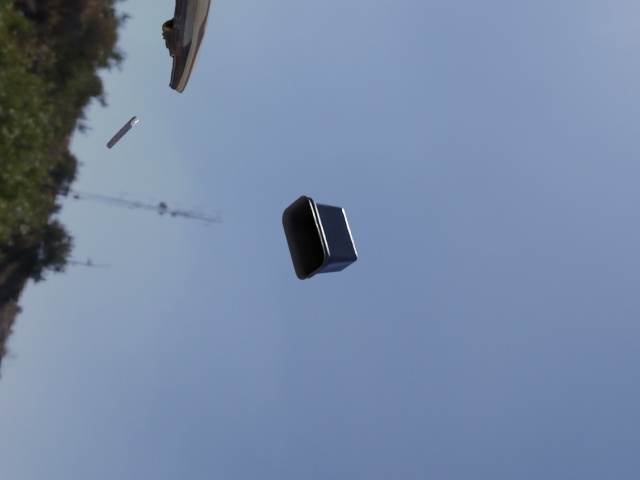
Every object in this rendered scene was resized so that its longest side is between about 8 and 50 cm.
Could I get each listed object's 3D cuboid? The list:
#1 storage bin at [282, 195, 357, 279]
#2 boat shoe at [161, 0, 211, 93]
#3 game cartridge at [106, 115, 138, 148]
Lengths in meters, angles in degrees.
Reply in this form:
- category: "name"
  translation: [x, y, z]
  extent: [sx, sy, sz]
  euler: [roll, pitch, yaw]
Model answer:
- category: "storage bin"
  translation: [0.000, 0.000, 1.477]
  extent: [0.098, 0.091, 0.135]
  euler: [-37, -120, 43]
- category: "boat shoe"
  translation: [-0.299, -0.455, 1.850]
  extent: [0.102, 0.092, 0.285]
  euler: [-83, -168, -49]
- category: "game cartridge"
  translation: [-0.440, -0.239, 1.885]
  extent: [0.083, 0.017, 0.056]
  euler: [-39, -160, 25]
